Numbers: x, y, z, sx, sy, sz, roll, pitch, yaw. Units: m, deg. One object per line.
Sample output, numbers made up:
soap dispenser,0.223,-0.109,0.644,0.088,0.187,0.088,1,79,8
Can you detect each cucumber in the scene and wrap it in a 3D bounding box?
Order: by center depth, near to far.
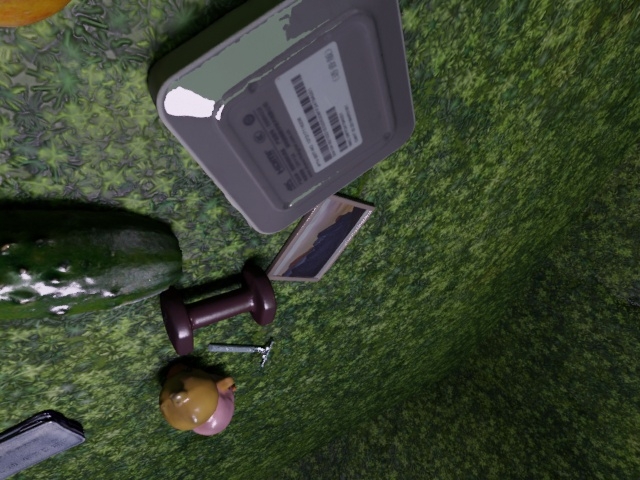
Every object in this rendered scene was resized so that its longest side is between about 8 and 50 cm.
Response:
cucumber,-0.344,0.025,0.619,0.325,0.145,0.105,1,138,-47

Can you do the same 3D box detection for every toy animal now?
toy animal,-0.321,0.415,1.055,0.195,0.169,0.281,-33,146,-10

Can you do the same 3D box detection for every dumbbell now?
dumbbell,-0.215,0.143,0.866,0.225,0.124,0.140,-15,140,-29

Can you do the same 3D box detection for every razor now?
razor,-0.223,0.302,1.133,0.211,0.036,0.084,22,92,-45

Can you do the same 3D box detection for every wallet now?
wallet,-0.680,0.475,0.931,0.222,0.036,0.167,-24,144,-17

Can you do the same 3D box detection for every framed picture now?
framed picture,0.000,0.001,0.981,0.192,0.018,0.265,8,126,-47

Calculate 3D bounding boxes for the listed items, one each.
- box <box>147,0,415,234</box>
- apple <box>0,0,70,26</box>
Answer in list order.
box,-0.024,-0.203,0.658,0.373,0.090,0.367,-36,145,-2
apple,-0.259,-0.270,0.305,0.155,0.182,0.182,-42,148,-18
